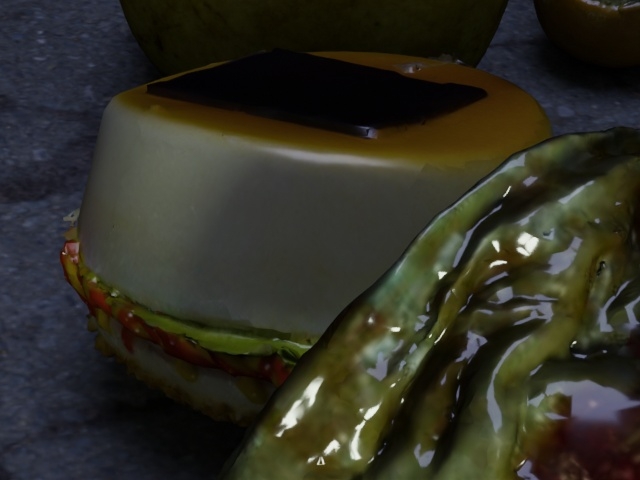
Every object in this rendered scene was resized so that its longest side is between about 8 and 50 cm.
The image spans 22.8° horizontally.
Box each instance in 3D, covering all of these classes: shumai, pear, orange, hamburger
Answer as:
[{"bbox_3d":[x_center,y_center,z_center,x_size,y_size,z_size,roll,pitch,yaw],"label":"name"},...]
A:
[{"bbox_3d":[0.135,0.138,0.631,0.330,0.292,0.288,-43,69,-12],"label":"shumai"},{"bbox_3d":[-0.005,-0.243,1.171,0.304,0.304,0.304,3,33,-2],"label":"pear"},{"bbox_3d":[0.237,-0.196,1.290,0.170,0.112,0.160,16,14,-28],"label":"orange"},{"bbox_3d":[0.000,0.000,0.887,0.276,0.179,0.294,14,23,30],"label":"hamburger"}]
